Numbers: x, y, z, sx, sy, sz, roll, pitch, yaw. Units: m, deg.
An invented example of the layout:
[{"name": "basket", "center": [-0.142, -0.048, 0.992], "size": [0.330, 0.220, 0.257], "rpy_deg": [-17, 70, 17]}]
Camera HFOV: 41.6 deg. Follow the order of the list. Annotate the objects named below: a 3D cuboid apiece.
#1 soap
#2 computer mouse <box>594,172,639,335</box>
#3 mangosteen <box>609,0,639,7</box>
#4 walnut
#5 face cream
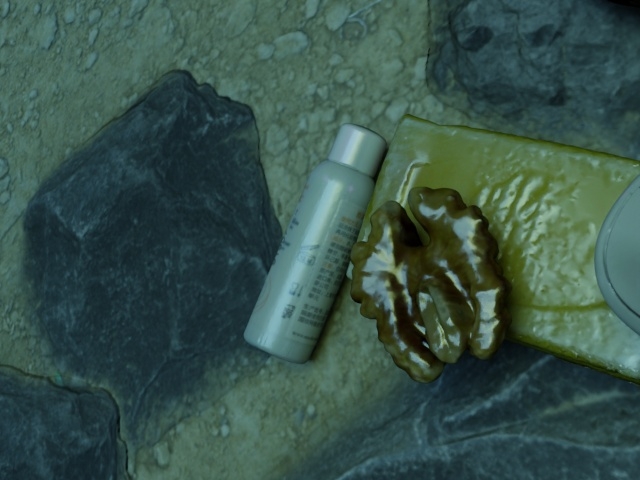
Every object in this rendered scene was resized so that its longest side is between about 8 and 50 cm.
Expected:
[{"name": "soap", "center": [0.192, 0.001, 0.800], "size": [0.314, 0.091, 0.199], "rpy_deg": [19, 90, 37]}, {"name": "computer mouse", "center": [0.346, 0.052, 0.605], "size": [0.184, 0.121, 0.297], "rpy_deg": [-45, 81, 5]}, {"name": "mangosteen", "center": [0.308, -0.318, 0.748], "size": [0.216, 0.216, 0.216], "rpy_deg": [-10, 72, 32]}, {"name": "walnut", "center": [0.101, 0.039, 0.757], "size": [0.143, 0.069, 0.170], "rpy_deg": [-26, 66, 26]}, {"name": "face cream", "center": [0.000, 0.000, 0.936], "size": [0.082, 0.082, 0.269], "rpy_deg": [22, 90, 36]}]
